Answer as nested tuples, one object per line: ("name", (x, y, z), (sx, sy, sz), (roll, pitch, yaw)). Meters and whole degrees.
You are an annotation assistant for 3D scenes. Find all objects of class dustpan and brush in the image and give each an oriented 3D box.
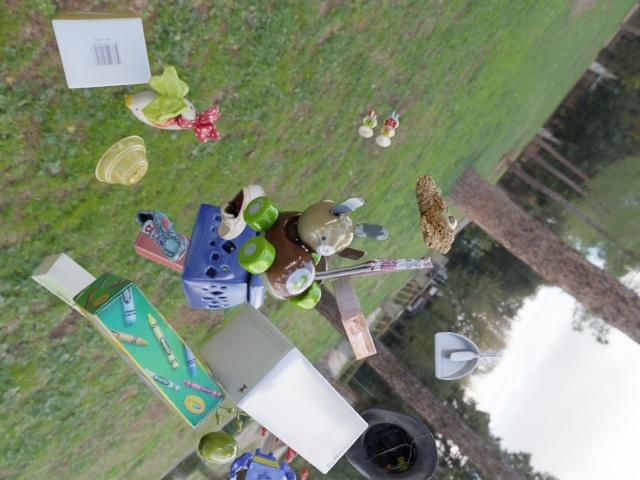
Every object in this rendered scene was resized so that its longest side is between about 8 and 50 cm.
("dustpan and brush", (0.474, 0.366, 1.537), (0.060, 0.211, 0.147), (166, -75, -73))

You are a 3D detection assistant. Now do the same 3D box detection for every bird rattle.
("bird rattle", (-0.393, -0.352, 1.290), (0.253, 0.207, 0.143), (18, 73, -74))

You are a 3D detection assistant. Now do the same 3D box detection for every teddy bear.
("teddy bear", (0.396, -0.103, 1.644), (0.113, 0.245, 0.338), (-14, -166, 16))

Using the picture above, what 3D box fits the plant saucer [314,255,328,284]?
("plant saucer", (-0.026, 0.092, 1.767), (0.029, 0.168, 0.168), (1, 131, -40))

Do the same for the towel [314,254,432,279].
("towel", (0.151, 0.082, 1.426), (0.237, 0.037, 0.329), (-13, 171, 39))

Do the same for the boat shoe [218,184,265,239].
("boat shoe", (-0.187, -0.063, 1.046), (0.059, 0.063, 0.170), (1, 142, -44))

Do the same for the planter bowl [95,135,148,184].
("planter bowl", (-0.702, -0.271, 1.767), (0.217, 0.090, 0.217), (-48, 175, -5))

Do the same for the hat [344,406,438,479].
("hat", (0.243, 0.686, 1.668), (0.331, 0.331, 0.134), (-56, 180, 19))

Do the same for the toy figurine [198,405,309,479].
("toy figurine", (-0.188, 0.656, 1.461), (0.217, 0.362, 0.191), (165, -55, -83))

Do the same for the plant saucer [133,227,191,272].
("plant saucer", (-0.616, 0.032, 1.954), (0.047, 0.258, 0.259), (-57, -160, 17))

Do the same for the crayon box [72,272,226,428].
("crayon box", (-0.305, 0.193, 0.861), (0.081, 0.278, 0.165), (-43, -153, -28))

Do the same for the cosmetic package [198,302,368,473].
("cosmetic package", (-0.071, 0.325, 1.037), (0.155, 0.197, 0.365), (-43, 131, -13))

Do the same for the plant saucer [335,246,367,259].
("plant saucer", (0.047, 0.027, 1.506), (0.198, 0.199, 0.036), (17, 89, -74))

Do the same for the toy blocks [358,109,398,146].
("toy blocks", (0.210, -0.414, 1.696), (0.148, 0.123, 0.054), (-65, -176, -32))

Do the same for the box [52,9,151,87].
("box", (-0.625, -0.563, 1.393), (0.215, 0.345, 0.168), (-11, 120, -19))

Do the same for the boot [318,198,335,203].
("boot", (-0.008, -0.005, 0.991), (0.158, 0.059, 0.084), (-66, -160, 14))

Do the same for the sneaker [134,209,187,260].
("sneaker", (-0.577, -0.020, 1.710), (0.104, 0.262, 0.125), (-55, 147, 8))

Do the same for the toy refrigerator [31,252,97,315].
("toy refrigerator", (-0.783, 0.165, 1.568), (0.269, 0.102, 0.094), (53, 42, -36))

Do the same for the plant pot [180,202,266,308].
("plant pot", (-0.245, 0.062, 1.334), (0.236, 0.212, 0.236), (109, -10, -62))

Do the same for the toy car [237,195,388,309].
("toy car", (0.000, 0.000, 0.724), (0.188, 0.149, 0.155), (-20, 139, 25))

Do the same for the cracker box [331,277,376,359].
("cracker box", (0.101, 0.234, 1.498), (0.067, 0.155, 0.232), (-19, -156, 2))
